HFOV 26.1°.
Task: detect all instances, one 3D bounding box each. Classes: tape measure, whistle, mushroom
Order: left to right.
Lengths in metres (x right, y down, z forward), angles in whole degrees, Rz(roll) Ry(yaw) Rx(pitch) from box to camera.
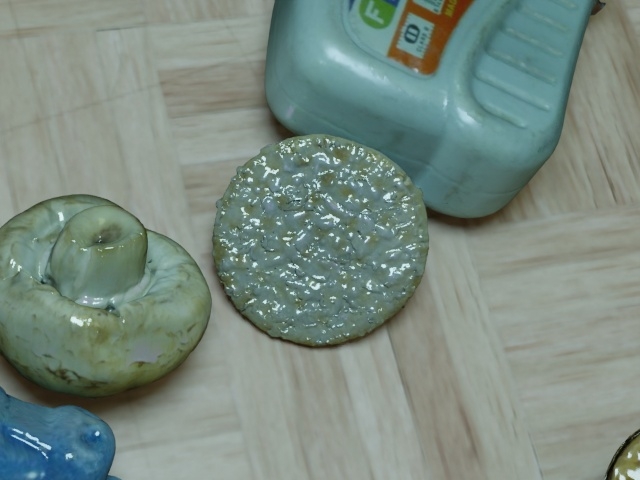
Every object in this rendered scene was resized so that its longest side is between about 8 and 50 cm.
[{"bbox_3d":[-0.238,0.114,0.809,0.269,0.093,0.180,22,17,-20],"label":"whistle"},{"bbox_3d":[-0.143,0.034,0.873,0.148,0.112,0.148,6,36,-5],"label":"mushroom"},{"bbox_3d":[0.085,-0.150,1.015,0.246,0.125,0.243,24,56,-5],"label":"tape measure"}]

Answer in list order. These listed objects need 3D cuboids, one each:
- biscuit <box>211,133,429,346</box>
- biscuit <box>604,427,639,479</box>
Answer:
[{"bbox_3d":[0.000,0.000,0.944,0.152,0.020,0.152,0,96,-2],"label":"biscuit"},{"bbox_3d":[0.174,0.252,0.849,0.216,0.047,0.339,31,71,17],"label":"biscuit"}]
